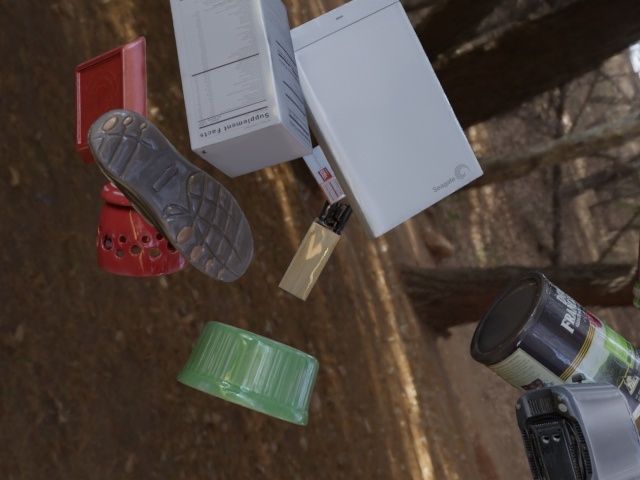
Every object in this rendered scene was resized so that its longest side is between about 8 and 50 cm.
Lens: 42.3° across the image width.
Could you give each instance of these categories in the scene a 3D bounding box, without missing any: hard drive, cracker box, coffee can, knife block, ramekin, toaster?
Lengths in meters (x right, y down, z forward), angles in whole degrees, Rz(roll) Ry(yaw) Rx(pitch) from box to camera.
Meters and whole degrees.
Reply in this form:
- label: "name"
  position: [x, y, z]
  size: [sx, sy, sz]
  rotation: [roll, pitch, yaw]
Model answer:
- label: "hard drive"
  position: [0.096, -0.211, 1.352]
  size: [0.353, 0.233, 0.047]
  rotation: [63, -19, -8]
- label: "cracker box"
  position: [0.088, -0.192, 1.825]
  size: [0.067, 0.232, 0.156]
  rotation: [59, 2, -34]
- label: "coffee can"
  position: [0.449, 0.217, 1.543]
  size: [0.275, 0.202, 0.201]
  rotation: [36, 17, -8]
- label: "knife block"
  position: [0.000, 0.000, 2.294]
  size: [0.276, 0.088, 0.242]
  rotation: [-60, 178, -35]
- label: "ramekin"
  position: [-0.150, 0.288, 1.825]
  size: [0.303, 0.303, 0.148]
  rotation: [45, 63, -66]
- label: "toaster"
  position: [0.406, 0.321, 1.271]
  size: [0.146, 0.129, 0.227]
  rotation: [-4, 74, -33]

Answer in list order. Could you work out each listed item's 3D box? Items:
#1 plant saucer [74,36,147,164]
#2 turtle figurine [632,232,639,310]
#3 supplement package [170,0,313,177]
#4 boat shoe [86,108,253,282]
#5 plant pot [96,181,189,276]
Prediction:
- label: "plant saucer"
  position: [-0.500, -0.325, 1.932]
  size: [0.047, 0.258, 0.259]
  rotation: [3, 82, -47]
- label: "turtle figurine"
  position: [0.782, 0.113, 1.788]
  size: [0.266, 0.197, 0.275]
  rotation: [-73, 155, -42]
- label: "supplement package"
  position: [-0.112, -0.234, 1.174]
  size: [0.134, 0.139, 0.244]
  rotation: [34, 44, -68]
- label: "boat shoe"
  position: [-0.245, -0.077, 1.381]
  size: [0.355, 0.132, 0.130]
  rotation: [52, -15, -23]
- label: "plant pot"
  position: [-0.360, -0.036, 1.675]
  size: [0.191, 0.191, 0.174]
  rotation: [-78, 169, -71]
